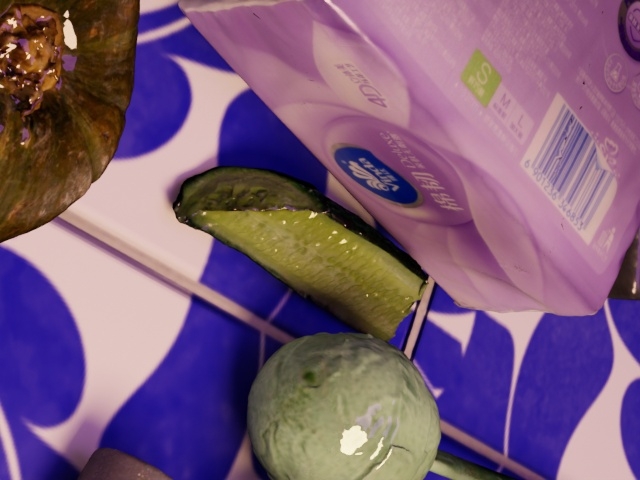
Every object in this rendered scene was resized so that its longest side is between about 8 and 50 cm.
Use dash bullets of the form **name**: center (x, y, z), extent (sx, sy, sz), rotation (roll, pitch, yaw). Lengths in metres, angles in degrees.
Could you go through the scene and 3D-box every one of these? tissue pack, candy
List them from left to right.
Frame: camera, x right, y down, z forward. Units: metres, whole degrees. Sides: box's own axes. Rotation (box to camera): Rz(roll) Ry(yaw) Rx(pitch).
- **tissue pack**: center (0.089, -0.141, 1.140), extent (0.338, 0.160, 0.242), rotation (46, 60, -34)
- **candy**: center (0.108, 0.167, 1.220), extent (0.440, 0.119, 0.119), rotation (29, 72, -47)

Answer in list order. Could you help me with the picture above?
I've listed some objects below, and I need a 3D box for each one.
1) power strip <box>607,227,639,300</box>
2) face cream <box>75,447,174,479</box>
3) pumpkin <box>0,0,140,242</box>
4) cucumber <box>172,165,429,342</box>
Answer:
- **power strip**: center (0.311, -0.002, 1.418), extent (0.257, 0.070, 0.105), rotation (3, 92, -42)
- **face cream**: center (-0.167, 0.250, 0.970), extent (0.073, 0.073, 0.283), rotation (48, 60, -33)
- **pumpkin**: center (-0.191, -0.105, 0.882), extent (0.224, 0.157, 0.223), rotation (-27, 126, -44)
- **cucumber**: center (0.000, 0.000, 1.130), extent (0.220, 0.070, 0.046), rotation (32, 40, -41)
